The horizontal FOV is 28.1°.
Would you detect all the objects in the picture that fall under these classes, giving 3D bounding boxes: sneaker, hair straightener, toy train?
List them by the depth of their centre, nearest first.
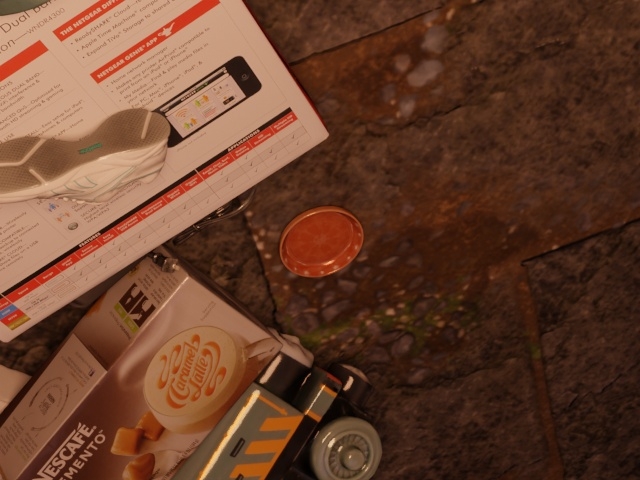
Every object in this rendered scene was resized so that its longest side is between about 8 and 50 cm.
[{"bbox_3d":[-0.182,-0.047,0.941,0.152,0.053,0.061,-16,144,-19],"label":"sneaker"},{"bbox_3d":[-0.132,-0.006,1.135,0.230,0.089,0.047,-31,147,4],"label":"hair straightener"},{"bbox_3d":[-0.083,0.248,1.278,0.190,0.142,0.334,36,84,-25],"label":"toy train"}]

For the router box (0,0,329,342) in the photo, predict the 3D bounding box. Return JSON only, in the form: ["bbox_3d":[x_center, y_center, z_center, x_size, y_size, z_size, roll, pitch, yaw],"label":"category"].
[{"bbox_3d":[-0.198,-0.098,0.985,0.335,0.082,0.301,-32,143,3],"label":"router box"}]

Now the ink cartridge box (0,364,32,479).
[{"bbox_3d":[-0.245,0.253,1.327,0.371,0.069,0.175,29,113,-33],"label":"ink cartridge box"}]

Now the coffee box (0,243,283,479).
[{"bbox_3d":[-0.174,0.139,1.188,0.246,0.098,0.141,-49,128,-1],"label":"coffee box"}]

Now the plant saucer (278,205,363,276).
[{"bbox_3d":[0.000,0.000,1.235,0.084,0.013,0.083,-10,132,-11],"label":"plant saucer"}]

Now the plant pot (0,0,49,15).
[{"bbox_3d":[-0.228,-0.258,0.778,0.293,0.293,0.196,-29,151,5],"label":"plant pot"}]
